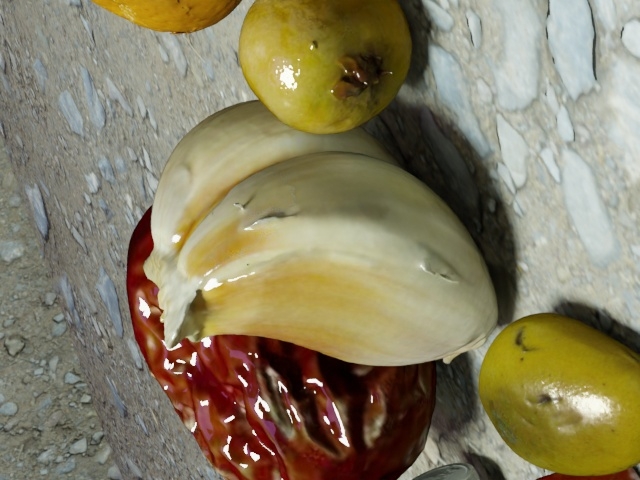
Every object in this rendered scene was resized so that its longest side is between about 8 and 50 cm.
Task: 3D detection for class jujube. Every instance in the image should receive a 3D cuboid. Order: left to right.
[{"bbox_3d":[-0.038,0.099,1.479,0.377,0.276,0.276,57,159,11],"label":"jujube"}]

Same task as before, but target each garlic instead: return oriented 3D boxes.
[{"bbox_3d":[0.000,0.000,1.292,0.286,0.313,0.249,-150,60,-71],"label":"garlic"}]

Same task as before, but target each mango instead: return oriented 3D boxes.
[{"bbox_3d":[0.207,0.127,1.162,0.195,0.098,0.137,-9,102,64],"label":"mango"}]

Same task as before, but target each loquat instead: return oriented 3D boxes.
[{"bbox_3d":[0.005,-0.163,1.223,0.163,0.163,0.137,44,133,43],"label":"loquat"}]

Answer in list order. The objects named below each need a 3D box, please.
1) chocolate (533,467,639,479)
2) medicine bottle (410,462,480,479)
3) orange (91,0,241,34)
[{"bbox_3d":[0.261,0.329,1.257,0.235,0.108,0.237,55,157,24],"label":"chocolate"},{"bbox_3d":[0.154,0.336,1.485,0.188,0.132,0.088,68,160,-8],"label":"medicine bottle"},{"bbox_3d":[-0.163,-0.308,1.397,0.219,0.193,0.219,14,160,5],"label":"orange"}]
